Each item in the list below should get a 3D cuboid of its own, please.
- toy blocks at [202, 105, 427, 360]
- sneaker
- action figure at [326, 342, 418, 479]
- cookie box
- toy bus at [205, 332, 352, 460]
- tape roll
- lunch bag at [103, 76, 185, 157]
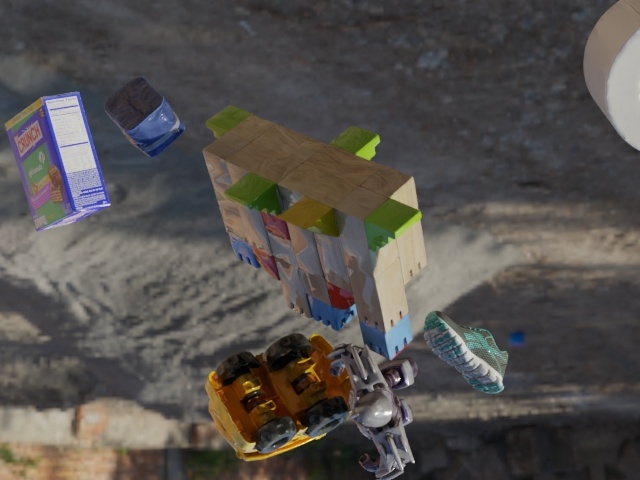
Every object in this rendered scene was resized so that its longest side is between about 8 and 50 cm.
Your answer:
[{"bbox_3d":[0.000,0.000,1.440,0.381,0.191,0.261,25,143,37],"label":"toy blocks"},{"bbox_3d":[0.222,0.155,1.628,0.166,0.076,0.065,46,143,-19],"label":"sneaker"},{"bbox_3d":[0.075,0.224,1.443,0.099,0.185,0.285,-12,174,10],"label":"action figure"},{"bbox_3d":[-0.241,-0.071,0.985,0.040,0.107,0.092,-15,179,-38],"label":"cookie box"},{"bbox_3d":[-0.082,0.265,1.647,0.220,0.149,0.211,-15,152,-36],"label":"toy bus"},{"bbox_3d":[0.561,-0.273,1.735,0.246,0.246,0.169,-3,-156,3],"label":"tape roll"},{"bbox_3d":[-0.220,-0.153,1.353,0.067,0.098,0.065,-40,136,-5],"label":"lunch bag"}]
